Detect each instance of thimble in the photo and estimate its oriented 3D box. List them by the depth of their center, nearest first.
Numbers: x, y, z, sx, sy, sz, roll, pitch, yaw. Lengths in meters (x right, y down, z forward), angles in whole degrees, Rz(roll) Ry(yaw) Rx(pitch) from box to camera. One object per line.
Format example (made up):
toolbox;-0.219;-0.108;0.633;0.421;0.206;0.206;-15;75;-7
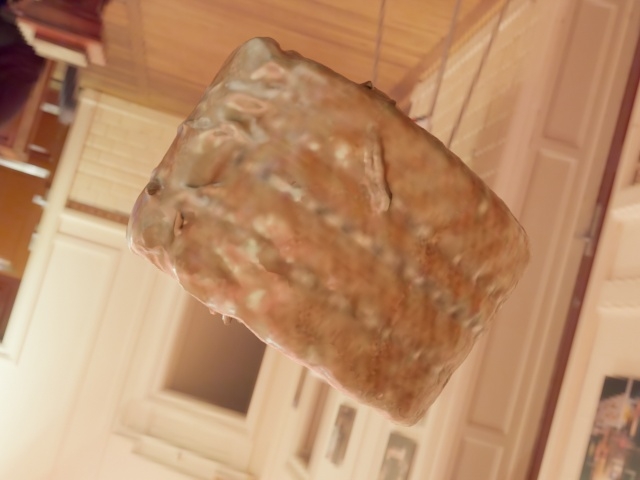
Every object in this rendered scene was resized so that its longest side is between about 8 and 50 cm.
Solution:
thimble;0.006;0.004;0.608;0.196;0.148;0.229;31;176;21
